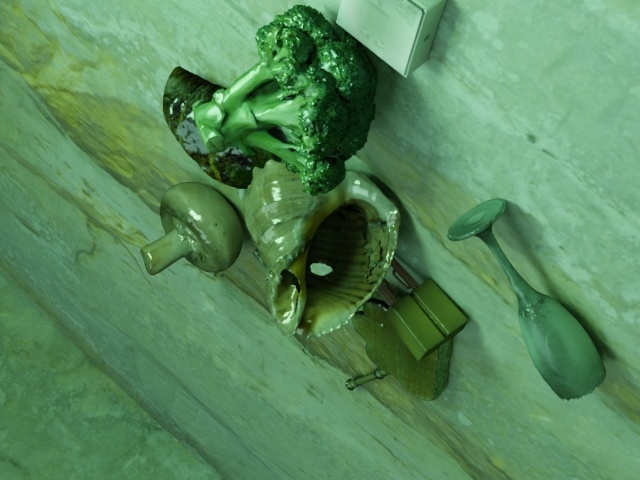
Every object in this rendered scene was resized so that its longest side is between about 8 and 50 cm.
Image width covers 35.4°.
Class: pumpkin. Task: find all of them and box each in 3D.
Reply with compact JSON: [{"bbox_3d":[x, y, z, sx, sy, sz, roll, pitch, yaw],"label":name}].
[{"bbox_3d":[-0.156,-0.194,1.742,0.163,0.111,0.278,-21,110,50],"label":"pumpkin"}]

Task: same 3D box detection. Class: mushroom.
[{"bbox_3d":[-0.276,-0.008,2.077,0.207,0.215,0.207,45,157,25],"label":"mushroom"}]

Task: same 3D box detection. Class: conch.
[{"bbox_3d":[0.002,-0.002,1.666,0.263,0.324,0.186,4,-177,12],"label":"conch"}]

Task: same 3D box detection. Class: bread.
[{"bbox_3d":[0.150,0.182,1.861,0.207,0.056,0.286,34,150,21],"label":"bread"}]

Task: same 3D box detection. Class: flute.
[{"bbox_3d":[0.107,0.285,2.100,0.027,0.027,0.233,49,153,-1],"label":"flute"}]

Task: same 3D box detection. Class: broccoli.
[{"bbox_3d":[-0.043,-0.190,1.429,0.270,0.270,0.270,161,90,-82],"label":"broccoli"}]

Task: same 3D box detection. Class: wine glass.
[{"bbox_3d":[0.283,0.082,1.542,0.309,0.096,0.264,55,171,-14],"label":"wine glass"}]

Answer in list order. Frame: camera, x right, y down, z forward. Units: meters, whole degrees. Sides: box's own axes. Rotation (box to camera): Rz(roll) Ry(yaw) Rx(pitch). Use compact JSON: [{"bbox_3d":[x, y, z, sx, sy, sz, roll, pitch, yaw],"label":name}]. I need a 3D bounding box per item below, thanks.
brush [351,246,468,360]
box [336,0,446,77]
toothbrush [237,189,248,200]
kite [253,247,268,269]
[{"bbox_3d":[0.137,0.083,1.710,0.233,0.103,0.047,51,154,17],"label":"brush"},{"bbox_3d":[0.090,-0.302,1.313,0.130,0.051,0.129,42,153,16],"label":"box"},{"bbox_3d":[-0.149,-0.161,1.892,0.026,0.022,0.263,40,151,22],"label":"toothbrush"},{"bbox_3d":[-0.091,0.023,2.063,0.127,0.016,0.229,37,152,15],"label":"kite"}]
